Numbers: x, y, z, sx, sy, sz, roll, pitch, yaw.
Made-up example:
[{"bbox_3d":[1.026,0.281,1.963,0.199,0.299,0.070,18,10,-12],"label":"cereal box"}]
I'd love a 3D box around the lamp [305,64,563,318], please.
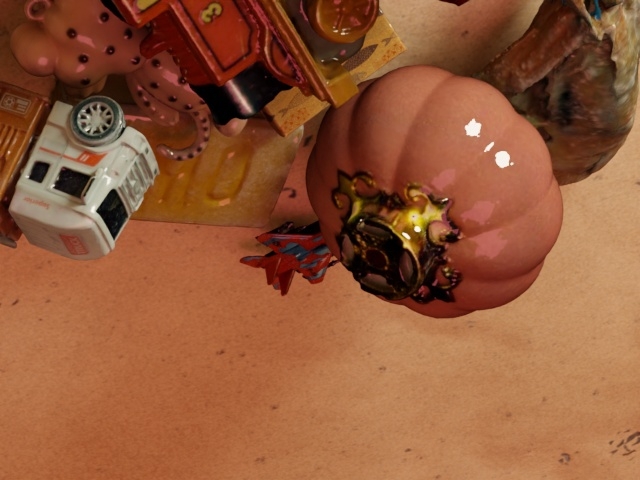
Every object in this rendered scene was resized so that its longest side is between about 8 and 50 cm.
[{"bbox_3d":[0.117,-0.043,2.055,0.305,0.239,0.305,20,133,23],"label":"lamp"}]

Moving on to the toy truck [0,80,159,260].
[{"bbox_3d":[-0.330,-0.084,1.860,0.305,0.162,0.136,19,163,12],"label":"toy truck"}]

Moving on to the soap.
[{"bbox_3d":[-0.174,-0.100,2.056,0.274,0.089,0.173,4,133,-22],"label":"soap"}]

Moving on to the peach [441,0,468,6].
[{"bbox_3d":[0.139,-0.380,1.738,0.245,0.248,0.274,37,103,-22],"label":"peach"}]

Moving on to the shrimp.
[{"bbox_3d":[0.262,-0.196,2.078,0.221,0.110,0.445,-5,146,-4],"label":"shrimp"}]

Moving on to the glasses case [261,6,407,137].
[{"bbox_3d":[0.007,-0.188,2.007,0.170,0.041,0.064,-36,104,-8],"label":"glasses case"}]

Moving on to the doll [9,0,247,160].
[{"bbox_3d":[-0.187,-0.191,1.899,0.278,0.119,0.154,33,98,-33],"label":"doll"}]

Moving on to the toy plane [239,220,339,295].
[{"bbox_3d":[-0.001,-0.002,2.241,0.189,0.061,0.130,-35,135,14],"label":"toy plane"}]

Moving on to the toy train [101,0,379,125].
[{"bbox_3d":[-0.103,-0.272,1.773,0.232,0.163,0.369,-35,122,-4],"label":"toy train"}]
